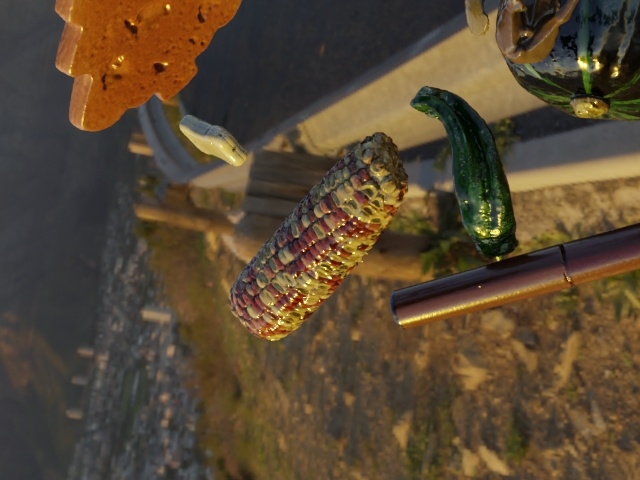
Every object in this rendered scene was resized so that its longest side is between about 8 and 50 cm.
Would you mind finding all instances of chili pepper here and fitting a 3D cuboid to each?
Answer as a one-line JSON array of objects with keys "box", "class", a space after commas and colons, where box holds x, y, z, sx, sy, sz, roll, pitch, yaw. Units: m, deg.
[{"box": [0.191, -0.061, 1.180, 0.122, 0.065, 0.279, -143, 31, -76], "class": "chili pepper"}]

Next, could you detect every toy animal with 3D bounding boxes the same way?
[{"box": [0.197, -0.251, 0.932, 0.186, 0.093, 0.214, 99, -177, -56], "class": "toy animal"}]

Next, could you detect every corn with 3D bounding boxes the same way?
[{"box": [0.000, 0.000, 1.043, 0.290, 0.098, 0.098, -49, 29, 31], "class": "corn"}]

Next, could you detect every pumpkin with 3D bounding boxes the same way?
[{"box": [0.396, -0.278, 1.312, 0.315, 0.315, 0.239, 164, 120, -73], "class": "pumpkin"}]

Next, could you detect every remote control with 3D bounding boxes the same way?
[{"box": [-0.160, -0.151, 1.420, 0.032, 0.074, 0.122, -51, 42, -10], "class": "remote control"}]

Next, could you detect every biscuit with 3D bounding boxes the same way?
[{"box": [-0.215, -0.275, 1.118, 0.284, 0.043, 0.306, -43, -24, -12], "class": "biscuit"}]

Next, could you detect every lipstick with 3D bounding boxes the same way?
[{"box": [0.254, 0.043, 1.159, 0.356, 0.057, 0.057, -18, 51, 23], "class": "lipstick"}]
